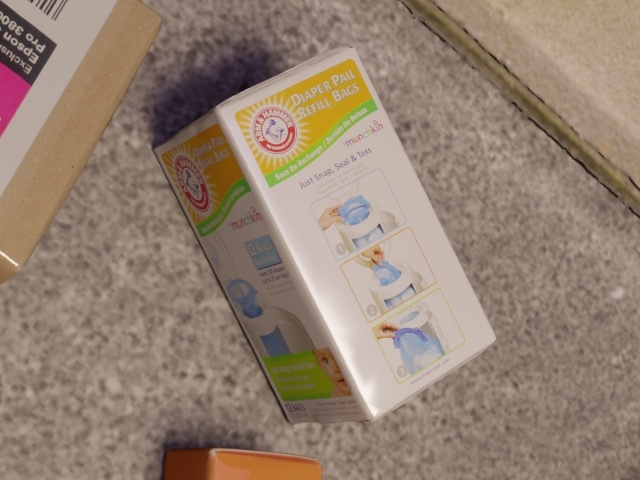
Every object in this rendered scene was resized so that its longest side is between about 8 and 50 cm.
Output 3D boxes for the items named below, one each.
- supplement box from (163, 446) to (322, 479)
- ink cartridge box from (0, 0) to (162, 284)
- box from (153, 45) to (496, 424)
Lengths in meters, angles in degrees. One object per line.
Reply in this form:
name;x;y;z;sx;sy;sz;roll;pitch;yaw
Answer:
supplement box;-0.056;0.240;0.788;0.080;0.078;0.233;9;77;-27
ink cartridge box;-0.228;-0.109;0.722;0.234;0.088;0.193;37;55;-23
box;0.000;0.000;0.834;0.103;0.114;0.203;-29;96;-28
